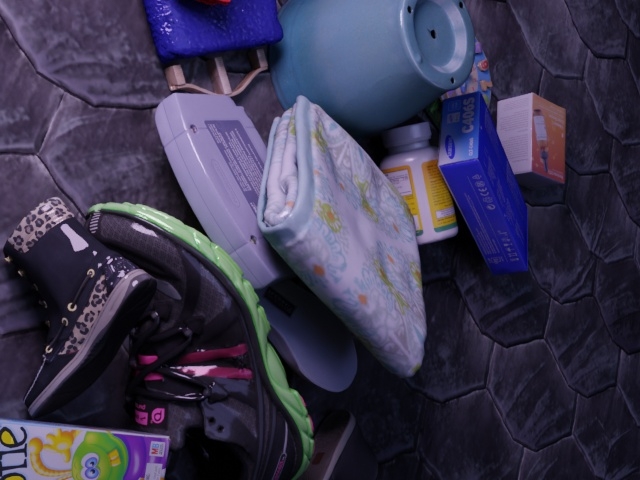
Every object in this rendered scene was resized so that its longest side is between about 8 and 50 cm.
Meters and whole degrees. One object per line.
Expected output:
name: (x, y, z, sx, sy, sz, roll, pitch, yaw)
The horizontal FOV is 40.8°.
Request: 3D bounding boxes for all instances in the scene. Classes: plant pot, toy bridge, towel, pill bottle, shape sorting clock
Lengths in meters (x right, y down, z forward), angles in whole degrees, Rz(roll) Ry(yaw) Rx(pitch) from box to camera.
plant pot: (0.098, -0.307, 1.400, 0.272, 0.255, 0.271, 6, 81, -42)
toy bridge: (-0.154, -0.247, 1.312, 0.188, 0.026, 0.063, -24, 102, -42)
towel: (-0.185, -0.427, 1.281, 0.228, 0.076, 0.308, -18, 98, -36)
pill bottle: (0.170, -0.101, 1.537, 0.118, 0.118, 0.208, -17, 97, -43)
shape sorting clock: (0.284, -0.335, 1.716, 0.206, 0.040, 0.206, 6, 80, -42)
towel: (0.044, -0.022, 1.283, 0.320, 0.090, 0.374, 46, 26, -26)

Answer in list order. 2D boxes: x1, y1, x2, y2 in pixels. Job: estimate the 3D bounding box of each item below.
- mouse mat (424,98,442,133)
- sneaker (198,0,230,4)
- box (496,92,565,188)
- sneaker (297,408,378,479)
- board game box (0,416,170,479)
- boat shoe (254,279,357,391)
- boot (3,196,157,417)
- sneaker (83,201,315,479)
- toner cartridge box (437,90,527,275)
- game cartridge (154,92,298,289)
mouse mat: (0.251, -0.309, 1.715, 0.152, 0.007, 0.189, 50, 54, -27)
sneaker: (-0.132, -0.409, 1.234, 0.221, 0.087, 0.128, -25, 111, -23)
box: (0.448, -0.208, 1.829, 0.130, 0.091, 0.170, 12, 76, -42)
sneaker: (0.020, 0.388, 1.360, 0.118, 0.083, 0.222, 55, 51, -24)
board game box: (-0.337, 0.281, 0.996, 0.275, 0.144, 0.142, 17, 74, -40)
boat shoe: (-0.072, 0.120, 1.293, 0.306, 0.105, 0.113, 40, 64, -25)
boot: (-0.327, 0.083, 1.064, 0.178, 0.236, 0.085, 42, 15, 14)
sneaker: (-0.174, 0.164, 1.141, 0.202, 0.185, 0.482, -40, 108, -36)
toner cartridge box: (0.311, -0.097, 1.611, 0.348, 0.075, 0.165, 55, 34, -45)
game cartridge: (-0.116, -0.073, 1.216, 0.294, 0.060, 0.196, 61, 23, 7)
